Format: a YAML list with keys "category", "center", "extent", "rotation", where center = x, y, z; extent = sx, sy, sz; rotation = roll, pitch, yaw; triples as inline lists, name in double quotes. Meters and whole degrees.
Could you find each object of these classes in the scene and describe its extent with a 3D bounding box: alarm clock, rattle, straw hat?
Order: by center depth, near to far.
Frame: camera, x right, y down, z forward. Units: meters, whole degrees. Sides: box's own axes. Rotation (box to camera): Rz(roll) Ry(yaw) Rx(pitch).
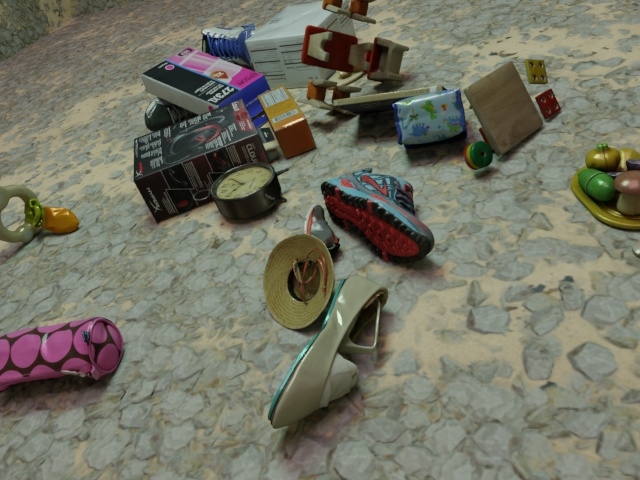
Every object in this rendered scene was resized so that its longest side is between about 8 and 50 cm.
- category: "straw hat"
  center: [-0.014, 0.060, 0.815]
  extent: [0.144, 0.144, 0.061]
  rotation: [21, 11, 42]
- category: "alarm clock"
  center: [-0.160, -0.093, 1.082]
  extent: [0.192, 0.064, 0.129]
  rotation: [-2, 39, 18]
- category: "rattle"
  center: [-0.630, -0.060, 1.145]
  extent: [0.143, 0.199, 0.130]
  rotation: [26, 75, 25]

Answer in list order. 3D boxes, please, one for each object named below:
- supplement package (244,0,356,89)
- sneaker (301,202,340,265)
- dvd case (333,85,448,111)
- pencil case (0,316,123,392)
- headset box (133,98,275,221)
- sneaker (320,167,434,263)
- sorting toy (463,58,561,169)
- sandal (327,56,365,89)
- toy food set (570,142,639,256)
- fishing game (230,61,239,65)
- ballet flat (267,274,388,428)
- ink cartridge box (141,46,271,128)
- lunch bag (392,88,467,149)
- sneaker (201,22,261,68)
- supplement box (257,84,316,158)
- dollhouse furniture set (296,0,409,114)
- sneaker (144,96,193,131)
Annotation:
- category: "supplement package"
  center: [-0.046, -0.550, 1.560]
  extent: [0.204, 0.145, 0.262]
  rotation: [5, 41, 28]
- category: "sneaker"
  center: [0.000, 0.000, 0.912]
  extent: [0.065, 0.061, 0.158]
  rotation: [13, 40, -3]
- category: "dvd case"
  center: [0.159, -0.287, 1.159]
  extent: [0.221, 0.018, 0.164]
  rotation: [-2, 4, 23]
- category: "pencil case"
  center: [-0.408, 0.174, 0.828]
  extent: [0.209, 0.095, 0.098]
  rotation: [-13, 52, 12]
- category: "headset box"
  center: [-0.242, -0.185, 1.200]
  extent: [0.293, 0.110, 0.218]
  rotation: [-22, 36, -4]
- category: "sneaker"
  center: [0.106, -0.061, 0.889]
  extent: [0.125, 0.104, 0.262]
  rotation: [-29, 37, -17]
- category: "sorting toy"
  center: [0.327, -0.239, 1.011]
  extent: [0.274, 0.132, 0.046]
  rotation: [-34, 9, -27]
- category: "sandal"
  center: [0.100, -0.487, 1.468]
  extent: [0.240, 0.079, 0.088]
  rotation: [-34, 38, -19]
- category: "toy food set"
  center: [0.446, -0.083, 0.790]
  extent: [0.128, 0.071, 0.218]
  rotation: [-17, 36, 3]
- category: "fishing game"
  center: [-0.357, -0.517, 1.750]
  extent: [0.189, 0.041, 0.264]
  rotation: [12, 46, 32]
- category: "ballet flat"
  center: [0.023, 0.136, 0.695]
  extent: [0.086, 0.086, 0.248]
  rotation: [4, 41, 28]
- category: "ink cartridge box"
  center: [-0.275, -0.396, 1.455]
  extent: [0.371, 0.069, 0.176]
  rotation: [29, 54, 24]
- category: "lunch bag"
  center: [0.213, -0.230, 1.072]
  extent: [0.129, 0.096, 0.151]
  rotation: [-8, 8, 15]
- category: "sneaker"
  center: [-0.268, -0.583, 1.701]
  extent: [0.182, 0.127, 0.315]
  rotation: [-10, 28, -10]
- category: "supplement box"
  center: [-0.080, -0.276, 1.276]
  extent: [0.080, 0.078, 0.233]
  rotation: [-22, 35, 0]
- category: "dollhouse furniture set"
  center: [0.065, -0.432, 1.292]
  extent: [0.259, 0.262, 0.135]
  rotation: [-2, 20, -38]
- category: "sneaker"
  center: [-0.359, -0.365, 1.514]
  extent: [0.132, 0.086, 0.228]
  rotation: [16, 48, 36]
